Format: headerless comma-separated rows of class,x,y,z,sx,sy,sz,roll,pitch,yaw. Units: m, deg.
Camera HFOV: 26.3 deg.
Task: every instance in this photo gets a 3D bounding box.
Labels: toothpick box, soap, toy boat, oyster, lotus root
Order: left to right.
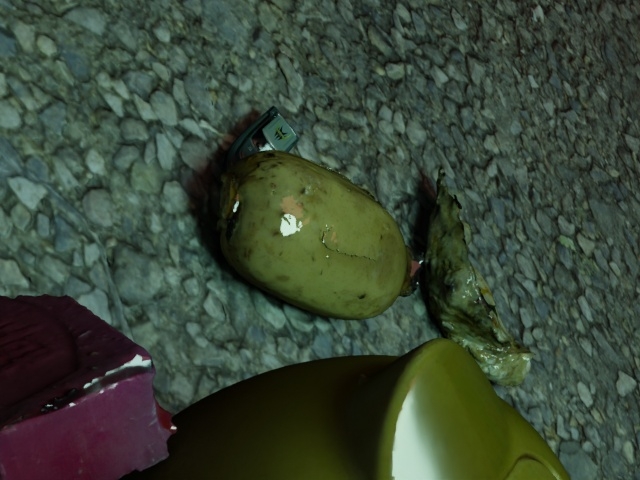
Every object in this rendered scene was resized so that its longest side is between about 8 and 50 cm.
soap,-0.246,0.127,1.103,0.162,0.250,0.099,-30,118,-25
toy boat,-0.074,-0.103,1.590,0.055,0.060,0.141,53,41,-11
lotus root,0.000,0.000,1.536,0.284,0.146,0.160,21,71,-31
toothpick box,0.017,0.298,1.118,0.409,0.425,0.409,29,46,-34
oyster,0.184,0.044,1.777,0.166,0.094,0.294,42,26,-50
